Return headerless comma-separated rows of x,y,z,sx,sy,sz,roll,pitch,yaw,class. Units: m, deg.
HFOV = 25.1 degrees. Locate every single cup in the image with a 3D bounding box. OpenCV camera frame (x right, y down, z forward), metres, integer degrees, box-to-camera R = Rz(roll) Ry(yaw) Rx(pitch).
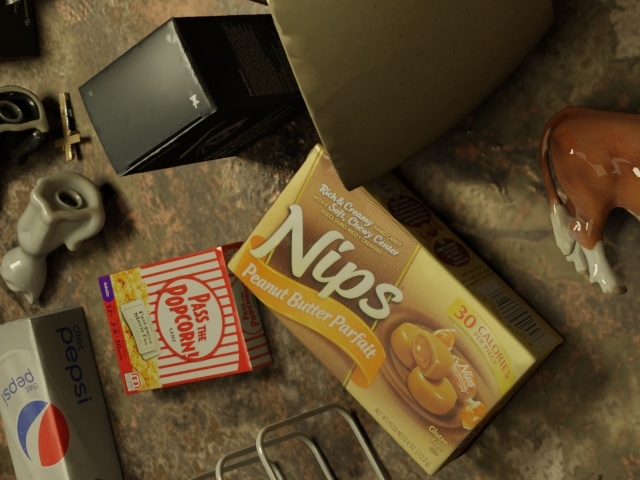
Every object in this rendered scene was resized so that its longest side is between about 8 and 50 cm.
0.080,-0.239,1.344,0.237,0.331,0.331,-19,87,5,cup

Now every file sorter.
-0.072,0.326,1.573,0.277,0.193,0.173,-37,75,31,file sorter

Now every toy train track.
-0.307,-0.139,1.753,0.048,0.014,0.083,-9,87,40,toy train track

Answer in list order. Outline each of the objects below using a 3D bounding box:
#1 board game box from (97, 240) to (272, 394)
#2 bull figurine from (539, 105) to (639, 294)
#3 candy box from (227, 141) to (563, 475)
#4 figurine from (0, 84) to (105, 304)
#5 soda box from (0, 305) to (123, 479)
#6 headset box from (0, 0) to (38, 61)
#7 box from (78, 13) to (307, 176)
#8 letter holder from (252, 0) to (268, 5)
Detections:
-0.160,0.092,1.676,0.193,0.045,0.147,-15,90,33,board game box
0.346,-0.038,1.302,0.310,0.101,0.188,10,105,30,bull figurine
0.073,0.064,1.491,0.316,0.087,0.183,46,118,15,candy box
-0.375,-0.046,1.768,0.215,0.092,0.209,55,136,13,figurine
-0.324,0.232,1.772,0.091,0.098,0.286,-13,90,33,soda box
-0.479,-0.320,1.774,0.293,0.110,0.218,-2,97,33,headset box
-0.122,-0.156,1.516,0.153,0.207,0.108,-30,82,32,box
-0.061,-0.419,1.488,0.302,0.214,0.152,-62,34,25,letter holder
